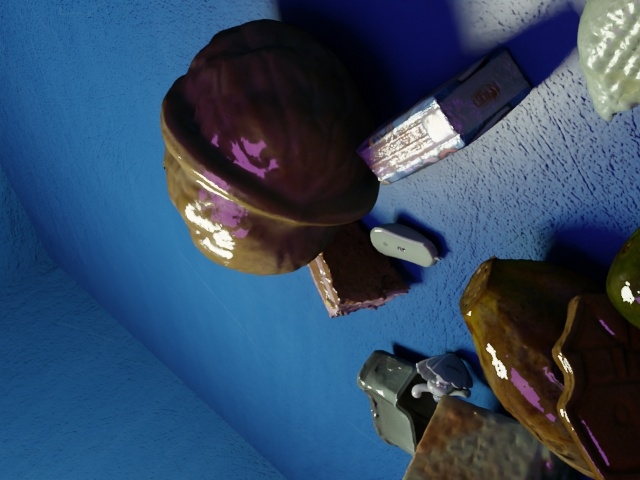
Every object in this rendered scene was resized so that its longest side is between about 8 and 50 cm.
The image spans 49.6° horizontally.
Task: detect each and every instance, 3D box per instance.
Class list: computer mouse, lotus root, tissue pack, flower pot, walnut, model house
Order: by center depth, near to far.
[{"bbox_3d":[0.124,-0.122,0.716,0.065,0.115,0.155,55,154,-7],"label":"tissue pack"},{"bbox_3d":[0.274,0.144,0.779,0.291,0.193,0.193,48,153,0],"label":"lotus root"},{"bbox_3d":[-0.062,-0.105,0.853,0.285,0.285,0.296,39,122,18],"label":"walnut"},{"bbox_3d":[0.124,0.003,0.979,0.110,0.032,0.056,20,144,27],"label":"computer mouse"},{"bbox_3d":[0.235,0.449,1.068,0.245,0.280,0.312,15,147,31],"label":"model house"},{"bbox_3d":[0.154,0.302,1.253,0.108,0.103,0.229,18,141,47],"label":"flower pot"}]

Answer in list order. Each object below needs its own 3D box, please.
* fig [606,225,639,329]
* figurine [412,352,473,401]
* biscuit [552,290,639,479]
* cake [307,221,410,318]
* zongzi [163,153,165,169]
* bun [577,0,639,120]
[{"bbox_3d":[0.353,0.051,0.637,0.177,0.117,0.117,30,154,-7],"label":"fig"},{"bbox_3d":[0.198,0.224,1.109,0.094,0.082,0.086,26,128,-2],"label":"figurine"},{"bbox_3d":[0.316,0.122,0.676,0.034,0.182,0.216,110,159,-71],"label":"biscuit"},{"bbox_3d":[0.000,0.000,1.086,0.295,0.112,0.116,54,154,12],"label":"cake"},{"bbox_3d":[-0.145,-0.109,1.133,0.256,0.115,0.228,48,149,4],"label":"zongzi"},{"bbox_3d":[0.283,-0.134,0.452,0.212,0.126,0.204,45,154,-10],"label":"bun"}]
